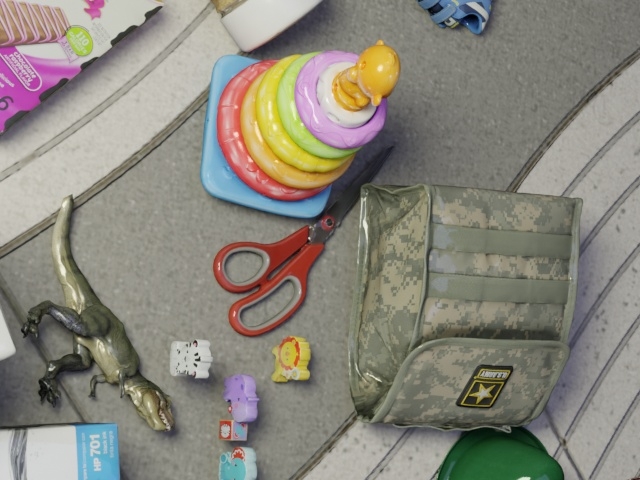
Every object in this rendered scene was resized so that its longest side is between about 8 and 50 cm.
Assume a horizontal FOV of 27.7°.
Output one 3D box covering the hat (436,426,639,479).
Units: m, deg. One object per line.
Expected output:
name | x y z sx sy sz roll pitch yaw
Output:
hat | 0.261 0.293 1.516 0.173 0.183 0.208 48 67 -14

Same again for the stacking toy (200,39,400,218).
stacking toy | 0.005 -0.142 1.363 0.165 0.302 0.175 12 73 -25

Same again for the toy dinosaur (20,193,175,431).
toy dinosaur | -0.249 0.097 1.348 0.118 0.064 0.268 -32 100 -42

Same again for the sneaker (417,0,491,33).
sneaker | 0.151 -0.296 1.596 0.144 0.053 0.059 12 82 -24

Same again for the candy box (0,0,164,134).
candy box | -0.301 -0.235 1.350 0.233 0.071 0.159 -44 104 -24

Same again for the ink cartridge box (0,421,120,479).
ink cartridge box | -0.305 0.222 1.262 0.190 0.139 0.082 1 83 -27

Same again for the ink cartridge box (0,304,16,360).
ink cartridge box | -0.497 0.095 1.098 0.394 0.285 0.166 -21 95 -26

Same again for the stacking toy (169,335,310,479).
stacking toy | -0.084 0.211 1.397 0.167 0.052 0.221 7 81 -45

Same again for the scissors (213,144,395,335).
scissors | 0.000 0.000 1.510 0.297 0.021 0.109 -34 97 -27

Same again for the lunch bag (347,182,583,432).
lunch bag | 0.165 0.083 1.504 0.235 0.169 0.287 5 90 -30

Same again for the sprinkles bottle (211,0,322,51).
sprinkles bottle | -0.136 -0.383 1.420 0.121 0.121 0.355 -40 103 -24
